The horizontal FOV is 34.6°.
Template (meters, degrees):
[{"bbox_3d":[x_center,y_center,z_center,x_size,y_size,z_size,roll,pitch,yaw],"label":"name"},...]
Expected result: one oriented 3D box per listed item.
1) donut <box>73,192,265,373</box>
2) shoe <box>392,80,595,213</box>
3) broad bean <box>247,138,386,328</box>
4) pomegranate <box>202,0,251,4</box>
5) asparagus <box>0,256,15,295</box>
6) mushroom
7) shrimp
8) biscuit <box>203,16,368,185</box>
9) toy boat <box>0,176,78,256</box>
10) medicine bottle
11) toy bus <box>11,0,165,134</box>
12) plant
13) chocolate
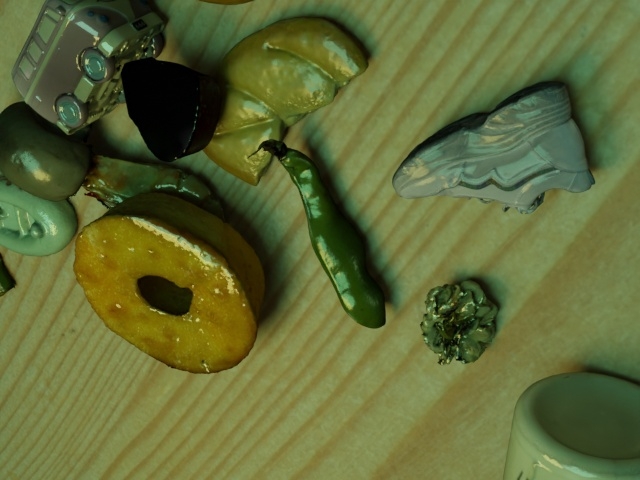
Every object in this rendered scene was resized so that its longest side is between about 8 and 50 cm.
[{"bbox_3d":[-0.212,0.055,1.523,0.302,0.110,0.303,15,133,16],"label":"donut"},{"bbox_3d":[0.206,-0.086,1.235,0.245,0.095,0.138,-25,96,31],"label":"shoe"},{"bbox_3d":[0.005,-0.007,1.394,0.056,0.098,0.318,-16,116,45],"label":"broad bean"},{"bbox_3d":[-0.129,-0.427,1.134,0.332,0.332,0.333,14,120,25],"label":"pomegranate"},{"bbox_3d":[-0.600,0.018,1.818,0.045,0.041,0.178,-24,98,29],"label":"asparagus"},{"bbox_3d":[-0.431,-0.141,1.550,0.188,0.117,0.141,39,111,34],"label":"mushroom"},{"bbox_3d":[-0.277,-0.062,1.568,0.294,0.062,0.154,22,129,19],"label":"shrimp"},{"bbox_3d":[-0.070,-0.199,1.380,0.154,0.045,0.299,49,128,3],"label":"biscuit"},{"bbox_3d":[-0.498,-0.035,1.707,0.207,0.079,0.134,13,117,28],"label":"toy boat"},{"bbox_3d":[0.330,0.373,1.316,0.211,0.211,0.372,16,120,25],"label":"medicine bottle"},{"bbox_3d":[-0.326,-0.265,1.442,0.142,0.142,0.202,45,129,4],"label":"toy bus"},{"bbox_3d":[0.177,0.116,1.343,0.104,0.122,0.117,-8,102,22],"label":"plant"},{"bbox_3d":[-0.189,-0.192,1.387,0.125,0.080,0.149,-37,80,30],"label":"chocolate"}]
